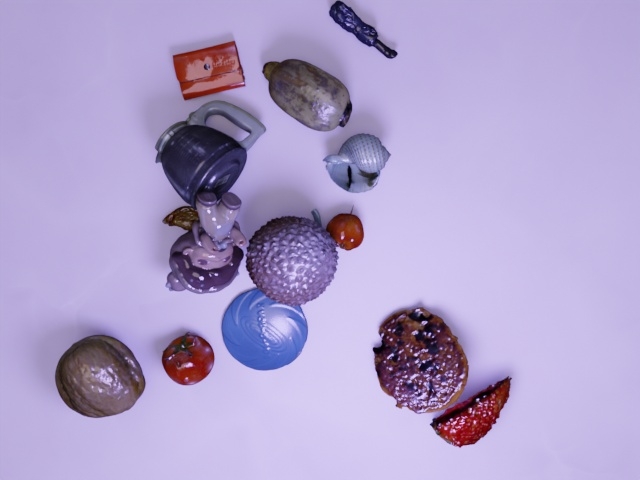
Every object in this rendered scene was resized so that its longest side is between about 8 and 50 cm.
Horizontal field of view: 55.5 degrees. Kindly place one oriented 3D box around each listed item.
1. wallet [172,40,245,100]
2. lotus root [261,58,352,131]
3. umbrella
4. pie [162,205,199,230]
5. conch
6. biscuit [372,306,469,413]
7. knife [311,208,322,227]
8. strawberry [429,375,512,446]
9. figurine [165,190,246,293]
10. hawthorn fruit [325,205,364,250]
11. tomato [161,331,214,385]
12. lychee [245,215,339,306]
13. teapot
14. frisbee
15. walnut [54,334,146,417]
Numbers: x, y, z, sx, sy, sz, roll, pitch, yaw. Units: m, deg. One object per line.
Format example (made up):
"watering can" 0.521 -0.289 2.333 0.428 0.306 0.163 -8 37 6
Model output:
"wallet" -0.346 -0.528 1.893 0.204 0.045 0.142 -12 98 2
"lotus root" -0.048 -0.448 1.853 0.309 0.173 0.173 30 98 4
"umbrella" 0.128 -0.634 1.861 0.248 0.071 0.071 41 97 -9
"pie" -0.412 -0.065 1.971 0.191 0.033 0.088 19 91 -4
"conch" 0.120 -0.250 1.886 0.199 0.131 0.172 7 128 27
"biscuit" 0.315 0.385 1.949 0.289 0.081 0.334 -27 67 12
"knife" 0.000 0.000 1.981 0.028 0.015 0.210 -11 99 -4
"strawberry" 0.507 0.556 1.938 0.306 0.233 0.138 -30 68 4
"figurine" -0.339 0.011 1.843 0.248 0.203 0.381 -12 142 -33
"hawthorn fruit" 0.081 -0.029 1.931 0.125 0.140 0.125 11 130 13
"tomato" -0.427 0.390 1.984 0.167 0.167 0.167 0 99 1
"lychee" -0.079 0.053 1.853 0.299 0.300 0.300 0 99 1
"teapot" -0.353 -0.280 1.841 0.239 0.239 0.322 41 103 8
"frisbee" -0.186 0.299 2.011 0.289 0.049 0.290 0 99 1
"walnut" -0.706 0.439 1.953 0.282 0.227 0.283 -1 95 -10
